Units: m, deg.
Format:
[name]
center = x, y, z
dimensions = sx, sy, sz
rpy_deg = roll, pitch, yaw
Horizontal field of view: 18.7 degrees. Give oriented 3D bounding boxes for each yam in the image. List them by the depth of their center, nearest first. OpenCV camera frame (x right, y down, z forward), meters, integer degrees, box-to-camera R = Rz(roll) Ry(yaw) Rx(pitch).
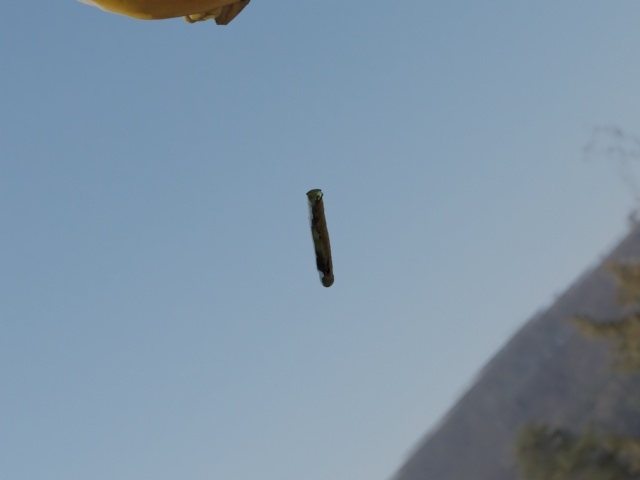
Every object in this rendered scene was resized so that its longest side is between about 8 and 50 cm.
[yam]
center = 0.000, 0.000, 1.392
dimensions = 0.014, 0.014, 0.107
rpy_deg = -40, -32, -23

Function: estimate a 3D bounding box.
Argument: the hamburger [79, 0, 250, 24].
[hamburger]
center = -0.109, -0.289, 1.175
dimensions = 0.290, 0.314, 0.170
rpy_deg = -40, 14, 4
